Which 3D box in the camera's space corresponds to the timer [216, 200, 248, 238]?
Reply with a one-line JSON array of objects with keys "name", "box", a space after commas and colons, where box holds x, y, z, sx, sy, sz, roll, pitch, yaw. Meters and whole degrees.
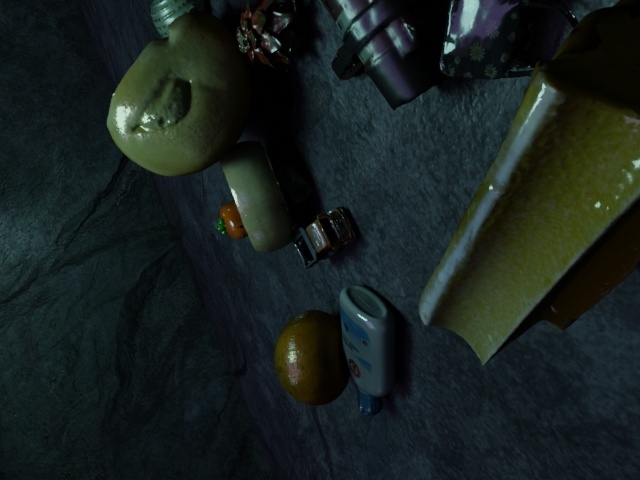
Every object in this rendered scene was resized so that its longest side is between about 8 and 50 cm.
[{"name": "timer", "box": [-0.264, -0.062, 1.521, 0.136, 0.136, 0.099, 46, 143, 37]}]

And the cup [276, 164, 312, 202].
[{"name": "cup", "box": [-0.069, -0.134, 1.132, 0.054, 0.075, 0.083, -51, 53, 16]}]

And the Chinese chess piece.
[{"name": "Chinese chess piece", "box": [-0.147, -0.105, 1.176, 0.270, 0.112, 0.270, 158, 90, -85]}]

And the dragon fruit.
[{"name": "dragon fruit", "box": [-0.090, -0.384, 0.902, 0.142, 0.121, 0.130, 16, 156, 25]}]

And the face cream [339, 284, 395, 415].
[{"name": "face cream", "box": [0.108, 0.265, 1.112, 0.163, 0.080, 0.337, 42, 146, 48]}]

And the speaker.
[{"name": "speaker", "box": [0.022, -0.325, 0.667, 0.259, 0.198, 0.330, -14, 108, 52]}]

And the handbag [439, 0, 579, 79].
[{"name": "handbag", "box": [0.209, -0.220, 0.522, 0.139, 0.072, 0.115, 33, 139, 30]}]

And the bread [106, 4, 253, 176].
[{"name": "bread", "box": [-0.287, -0.307, 1.080, 0.253, 0.348, 0.376, 38, -173, -21]}]

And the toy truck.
[{"name": "toy truck", "box": [0.000, 0.000, 1.082, 0.083, 0.092, 0.192, 64, 155, 7]}]

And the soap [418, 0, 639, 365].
[{"name": "soap", "box": [0.224, -0.043, 0.412, 0.143, 0.259, 0.281, 47, 152, 23]}]

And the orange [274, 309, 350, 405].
[{"name": "orange", "box": [-0.020, 0.287, 1.211, 0.240, 0.171, 0.240, -6, -90, -73]}]

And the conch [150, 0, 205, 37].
[{"name": "conch", "box": [-0.367, -0.569, 1.260, 0.172, 0.131, 0.200, 34, 136, 43]}]
